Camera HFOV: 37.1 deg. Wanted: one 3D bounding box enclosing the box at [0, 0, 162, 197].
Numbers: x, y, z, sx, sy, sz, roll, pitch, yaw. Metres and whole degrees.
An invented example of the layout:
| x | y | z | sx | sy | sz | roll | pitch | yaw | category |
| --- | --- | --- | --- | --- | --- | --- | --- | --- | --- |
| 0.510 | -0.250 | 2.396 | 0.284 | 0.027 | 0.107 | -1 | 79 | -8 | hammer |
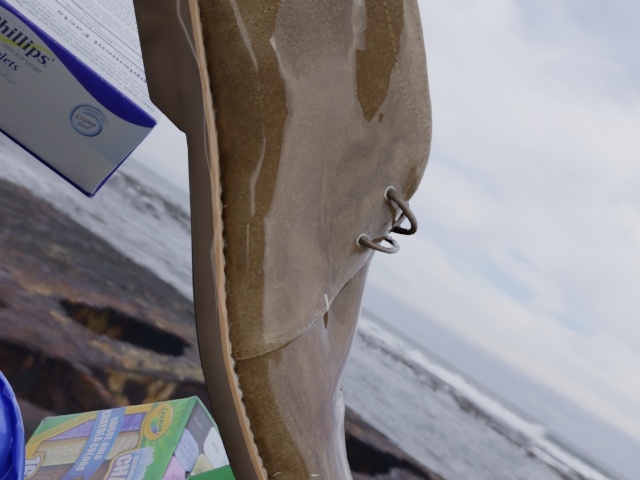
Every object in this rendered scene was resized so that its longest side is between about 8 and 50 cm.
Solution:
| x | y | z | sx | sy | sz | roll | pitch | yaw | category |
| --- | --- | --- | --- | --- | --- | --- | --- | --- | --- |
| -0.156 | -0.116 | 0.587 | 0.126 | 0.072 | 0.137 | 39 | 26 | -19 | box |

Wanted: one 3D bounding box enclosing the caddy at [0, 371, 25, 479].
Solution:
| x | y | z | sx | sy | sz | roll | pitch | yaw | category |
| --- | --- | --- | --- | --- | --- | --- | --- | --- | --- |
| -0.380 | 0.153 | 0.679 | 0.341 | 0.241 | 0.179 | 12 | -25 | 19 | caddy |

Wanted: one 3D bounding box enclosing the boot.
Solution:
| x | y | z | sx | sy | sz | roll | pitch | yaw | category |
| --- | --- | --- | --- | --- | --- | --- | --- | --- | --- |
| 0.000 | 0.000 | 0.406 | 0.115 | 0.305 | 0.112 | -9 | 13 | -3 | boot |

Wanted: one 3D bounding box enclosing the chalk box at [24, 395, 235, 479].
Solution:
| x | y | z | sx | sy | sz | roll | pitch | yaw | category |
| --- | --- | --- | --- | --- | --- | --- | --- | --- | --- |
| -0.144 | 0.225 | 0.789 | 0.213 | 0.132 | 0.132 | -11 | -59 | 24 | chalk box |
